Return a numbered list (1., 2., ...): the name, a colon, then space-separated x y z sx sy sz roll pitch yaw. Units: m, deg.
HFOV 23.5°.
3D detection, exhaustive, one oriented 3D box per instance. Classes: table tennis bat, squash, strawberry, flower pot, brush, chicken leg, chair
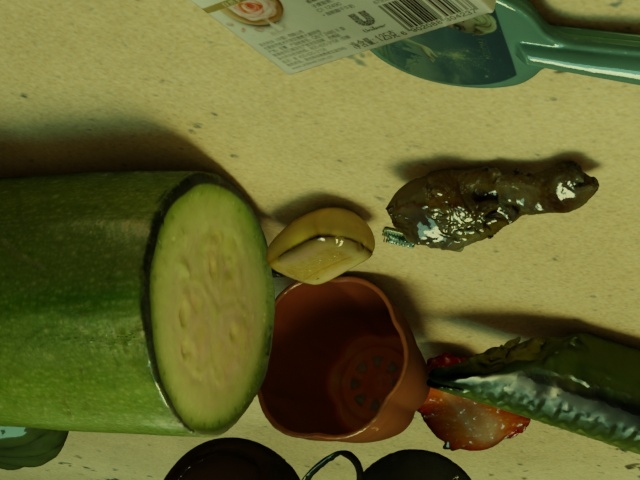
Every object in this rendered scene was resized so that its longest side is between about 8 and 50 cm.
1. table tennis bat: 0.140 -0.152 1.169 0.237 0.038 0.149 10 156 10
2. squash: -0.267 0.062 1.556 0.385 0.263 0.263 -1 153 27
3. strawberry: 0.178 0.184 1.866 0.121 0.082 0.188 -20 136 18
4. flower pot: 0.037 0.149 1.726 0.191 0.190 0.173 0 162 24
5. brush: 0.103 0.003 1.558 0.084 0.013 0.016 11 154 -3
6. chicken leg: 0.158 -0.036 1.393 0.198 0.069 0.085 -12 124 30
7. chair: -0.016 0.321 1.629 0.227 0.226 0.401 -8 166 38

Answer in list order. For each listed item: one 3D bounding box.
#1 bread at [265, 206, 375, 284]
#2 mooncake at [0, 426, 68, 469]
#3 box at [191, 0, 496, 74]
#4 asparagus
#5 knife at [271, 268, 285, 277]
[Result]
1. bread: 0.000 0.000 1.544 0.082 0.056 0.115 19 151 -26
2. mooncake: -0.471 0.178 2.005 0.351 0.187 0.351 10 154 5
3. box: 0.010 -0.198 1.066 0.199 0.081 0.135 -13 146 40
4. asparagus: 0.313 0.166 1.708 0.382 0.108 0.128 18 124 -9
5. knife: -0.130 0.026 1.704 0.222 0.021 0.045 0 153 34
